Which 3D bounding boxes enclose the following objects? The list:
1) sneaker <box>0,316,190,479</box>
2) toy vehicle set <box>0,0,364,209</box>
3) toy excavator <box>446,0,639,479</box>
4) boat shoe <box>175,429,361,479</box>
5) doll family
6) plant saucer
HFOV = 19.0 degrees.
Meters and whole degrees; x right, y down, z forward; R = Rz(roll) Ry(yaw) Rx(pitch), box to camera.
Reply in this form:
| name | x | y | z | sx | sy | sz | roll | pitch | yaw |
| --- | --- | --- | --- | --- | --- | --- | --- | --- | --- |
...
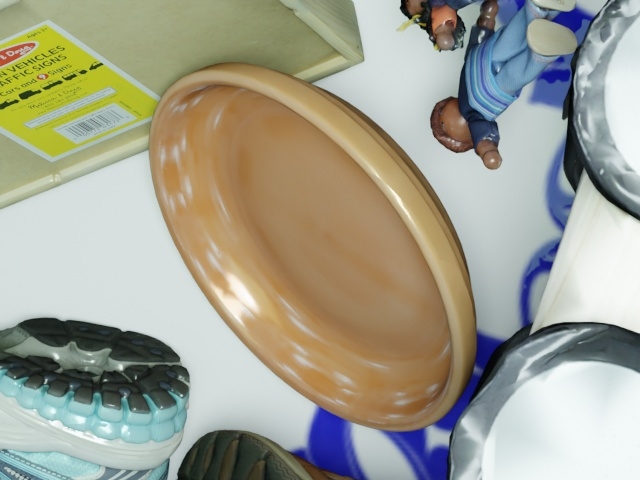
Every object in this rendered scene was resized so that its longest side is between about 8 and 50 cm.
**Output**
| name | x | y | z | sx | sy | sz | roll | pitch | yaw |
| --- | --- | --- | --- | --- | --- | --- | --- | --- | --- |
| sneaker | -0.212 | 0.097 | 0.996 | 0.283 | 0.110 | 0.122 | 14 | 110 | 12 |
| toy vehicle set | -0.133 | -0.082 | 0.901 | 0.267 | 0.166 | 0.035 | -20 | 64 | 19 |
| toy excavator | 0.314 | -0.004 | 0.768 | 0.445 | 0.222 | 0.433 | 18 | 90 | 6 |
| boat shoe | 0.026 | 0.173 | 0.869 | 0.120 | 0.324 | 0.123 | 18 | 91 | -29 |
| doll family | 0.074 | -0.123 | 0.848 | 0.076 | 0.193 | 0.111 | 24 | 150 | -14 |
| plant saucer | 0.000 | 0.000 | 0.900 | 0.200 | 0.037 | 0.200 | 33 | 145 | 27 |
